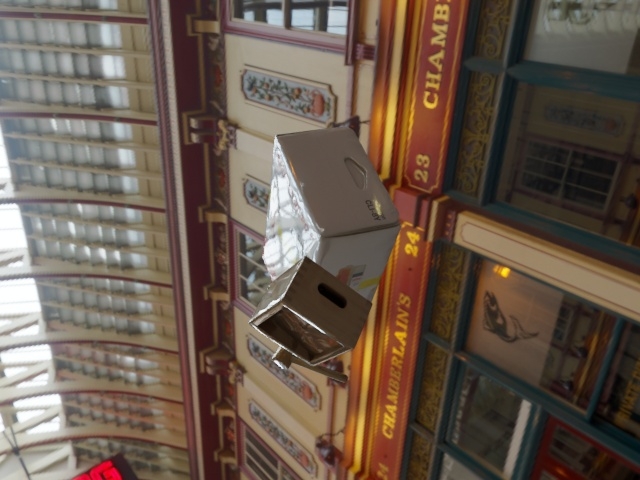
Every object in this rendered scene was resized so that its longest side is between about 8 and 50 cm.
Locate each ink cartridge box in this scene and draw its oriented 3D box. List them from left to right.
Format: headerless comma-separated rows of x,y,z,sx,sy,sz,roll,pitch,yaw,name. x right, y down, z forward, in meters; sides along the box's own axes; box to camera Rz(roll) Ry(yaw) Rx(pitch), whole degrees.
0.000,0.000,1.137,0.160,0.279,0.385,-11,-37,-19,ink cartridge box

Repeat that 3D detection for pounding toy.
-0.012,0.136,0.859,0.181,0.206,0.094,36,-126,-12,pounding toy
